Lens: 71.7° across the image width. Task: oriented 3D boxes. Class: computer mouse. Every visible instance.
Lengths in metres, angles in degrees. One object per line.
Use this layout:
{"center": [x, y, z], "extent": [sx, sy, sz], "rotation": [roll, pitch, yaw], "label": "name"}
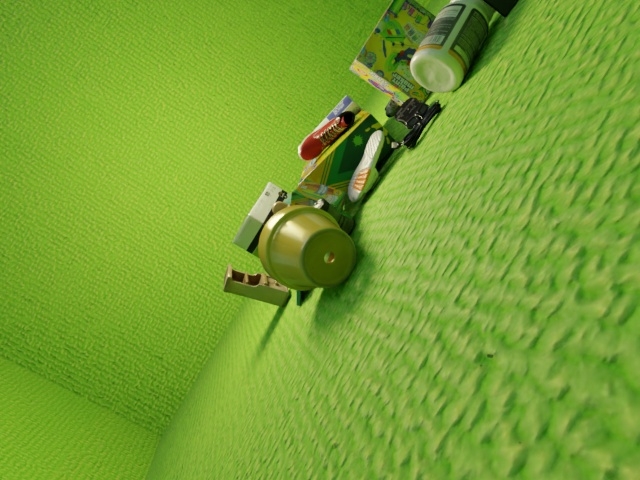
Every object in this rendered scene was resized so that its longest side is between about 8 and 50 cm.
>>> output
{"center": [0.292, -0.369, 1.434], "extent": [0.184, 0.060, 0.262], "rotation": [-52, 22, 9], "label": "computer mouse"}

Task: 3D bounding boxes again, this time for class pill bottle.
{"center": [0.391, -0.587, 1.297], "extent": [0.278, 0.162, 0.162], "rotation": [-59, 9, -13], "label": "pill bottle"}

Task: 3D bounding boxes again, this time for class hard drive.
{"center": [0.518, -0.704, 1.216], "extent": [0.135, 0.094, 0.022], "rotation": [-54, 11, 23], "label": "hard drive"}

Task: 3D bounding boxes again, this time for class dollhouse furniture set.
{"center": [-0.213, 0.035, 1.807], "extent": [0.362, 0.257, 0.394], "rotation": [-127, 56, -72], "label": "dollhouse furniture set"}

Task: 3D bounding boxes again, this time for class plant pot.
{"center": [-0.023, 0.032, 1.261], "extent": [0.254, 0.254, 0.239], "rotation": [-59, 25, -6], "label": "plant pot"}

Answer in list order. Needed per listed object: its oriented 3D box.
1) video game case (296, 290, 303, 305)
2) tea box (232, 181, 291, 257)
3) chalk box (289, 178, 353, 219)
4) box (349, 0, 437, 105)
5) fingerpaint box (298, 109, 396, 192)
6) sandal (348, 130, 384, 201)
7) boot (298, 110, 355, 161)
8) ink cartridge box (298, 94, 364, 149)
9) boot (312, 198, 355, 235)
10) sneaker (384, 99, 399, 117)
{"center": [-0.067, 0.138, 1.587], "extent": [0.166, 0.015, 0.119], "rotation": [-76, -12, -63], "label": "video game case"}
{"center": [-0.215, -0.067, 2.250], "extent": [0.220, 0.324, 0.329], "rotation": [-52, 12, 38], "label": "tea box"}
{"center": [0.009, -0.107, 1.553], "extent": [0.132, 0.213, 0.132], "rotation": [-59, -17, -56], "label": "chalk box"}
{"center": [0.309, -0.681, 1.627], "extent": [0.279, 0.290, 0.177], "rotation": [-56, 9, 6], "label": "box"}
{"center": [0.103, -0.339, 1.810], "extent": [0.371, 0.163, 0.445], "rotation": [-43, 13, 12], "label": "fingerpaint box"}
{"center": [0.180, -0.245, 1.537], "extent": [0.265, 0.076, 0.102], "rotation": [-66, 29, 23], "label": "sandal"}
{"center": [0.023, -0.407, 1.714], "extent": [0.244, 0.088, 0.176], "rotation": [-45, 14, -12], "label": "boot"}
{"center": [0.095, -0.487, 2.093], "extent": [0.324, 0.071, 0.330], "rotation": [-45, -23, 15], "label": "ink cartridge box"}
{"center": [0.000, 0.000, 1.441], "extent": [0.246, 0.161, 0.083], "rotation": [-53, 26, 1], "label": "boot"}
{"center": [0.327, -0.588, 1.924], "extent": [0.132, 0.086, 0.228], "rotation": [-58, -2, 28], "label": "sneaker"}
